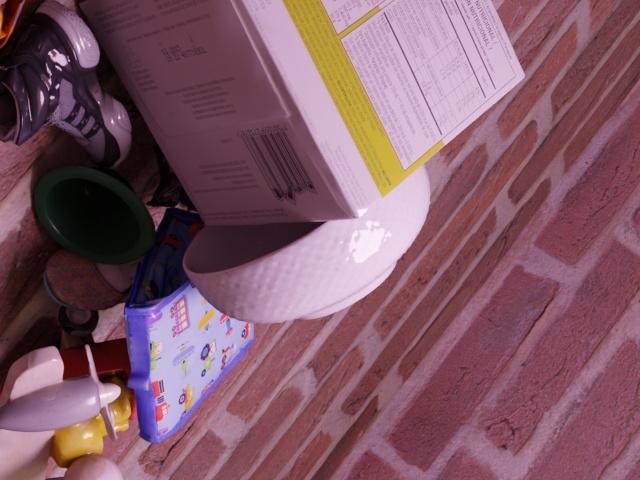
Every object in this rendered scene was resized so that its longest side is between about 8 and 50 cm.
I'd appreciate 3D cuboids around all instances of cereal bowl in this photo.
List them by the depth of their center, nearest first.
[{"bbox_3d":[0.000,0.000,1.597,0.339,0.339,0.141,-41,110,-29],"label":"cereal bowl"}]

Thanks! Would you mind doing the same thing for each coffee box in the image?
[{"bbox_3d":[-0.022,-0.249,1.516,0.334,0.337,0.338,-41,113,-30],"label":"coffee box"}]

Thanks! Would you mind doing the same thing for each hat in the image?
[{"bbox_3d":[-0.283,-0.084,1.705,0.208,0.173,0.184,-26,-152,41],"label":"hat"}]

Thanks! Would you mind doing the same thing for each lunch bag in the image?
[{"bbox_3d":[-0.196,0.124,1.721,0.293,0.138,0.221,-64,158,-57],"label":"lunch bag"}]

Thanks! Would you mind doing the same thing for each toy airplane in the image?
[{"bbox_3d":[-0.399,0.290,1.737,0.384,0.272,0.386,-48,165,9],"label":"toy airplane"}]

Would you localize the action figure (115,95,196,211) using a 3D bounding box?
[{"bbox_3d":[-0.196,-0.180,1.684,0.164,0.141,0.276,3,85,-40],"label":"action figure"}]

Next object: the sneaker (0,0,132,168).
[{"bbox_3d":[-0.331,-0.156,1.510,0.153,0.101,0.269,-44,149,-23],"label":"sneaker"}]

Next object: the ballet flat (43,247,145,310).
[{"bbox_3d":[-0.291,0.039,1.821,0.106,0.108,0.316,-31,171,16],"label":"ballet flat"}]

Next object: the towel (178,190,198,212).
[{"bbox_3d":[-0.104,-0.111,1.908,0.308,0.076,0.228,36,73,-53],"label":"towel"}]

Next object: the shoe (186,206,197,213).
[{"bbox_3d":[-0.150,-0.118,1.946,0.178,0.063,0.081,-46,158,-13],"label":"shoe"}]

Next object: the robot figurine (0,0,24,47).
[{"bbox_3d":[-0.371,-0.234,1.237,0.211,0.085,0.291,-37,175,-37],"label":"robot figurine"}]
